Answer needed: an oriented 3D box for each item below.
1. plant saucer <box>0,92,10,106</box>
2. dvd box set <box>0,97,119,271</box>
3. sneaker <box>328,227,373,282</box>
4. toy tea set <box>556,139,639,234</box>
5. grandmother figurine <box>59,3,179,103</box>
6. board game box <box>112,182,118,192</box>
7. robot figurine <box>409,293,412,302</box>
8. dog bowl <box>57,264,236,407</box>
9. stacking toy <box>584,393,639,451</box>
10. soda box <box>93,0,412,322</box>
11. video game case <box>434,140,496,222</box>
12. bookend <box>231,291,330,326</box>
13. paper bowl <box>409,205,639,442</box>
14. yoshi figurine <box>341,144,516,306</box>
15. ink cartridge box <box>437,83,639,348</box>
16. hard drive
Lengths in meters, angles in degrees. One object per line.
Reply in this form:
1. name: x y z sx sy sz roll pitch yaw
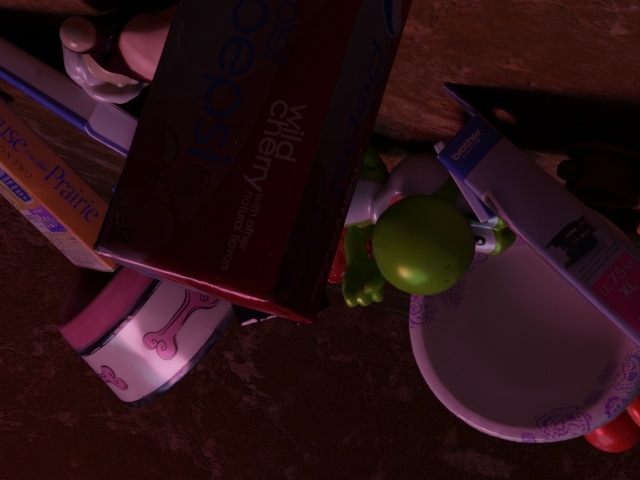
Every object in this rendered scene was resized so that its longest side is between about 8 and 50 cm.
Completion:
1. plant saucer: -0.550 -0.236 1.674 0.119 0.021 0.119 17 172 3
2. dvd box set: -0.421 -0.128 1.339 0.420 0.062 0.307 46 165 -14
3. sneaker: 0.000 0.000 1.726 0.221 0.128 0.087 20 171 -29
4. toy tea set: 0.372 0.013 0.985 0.336 0.124 0.200 22 171 -32
5. grandmother figurine: -0.132 -0.172 0.919 0.208 0.104 0.342 20 175 -36
6. board game box: -0.096 -0.090 1.047 0.160 0.047 0.210 -23 176 -35
7. robot figurine: 0.307 0.099 1.468 0.353 0.200 0.300 20 -173 -18
8. dog bowl: -0.210 0.022 1.463 0.150 0.408 0.408 36 167 -18
9. stacking toy: 0.471 0.182 1.332 0.141 0.141 0.330 22 135 -32
10. soda box: -0.014 -0.099 0.509 0.092 0.263 0.083 16 174 16
11. video game case: 0.152 -0.061 1.042 0.087 0.011 0.122 59 -161 6
12. bookend: -0.093 0.026 1.156 0.156 0.157 0.072 -18 -176 30
13. paper bowl: 0.259 0.097 1.245 0.284 0.284 0.148 14 175 24
14. yoshi figurine: 0.034 -0.035 1.178 0.362 0.203 0.203 12 165 20
15. ink cartridge box: 0.220 -0.001 0.916 0.186 0.065 0.311 31 -164 -52
16. hard drive: -0.282 -0.160 1.202 0.318 0.040 0.210 31 180 35
